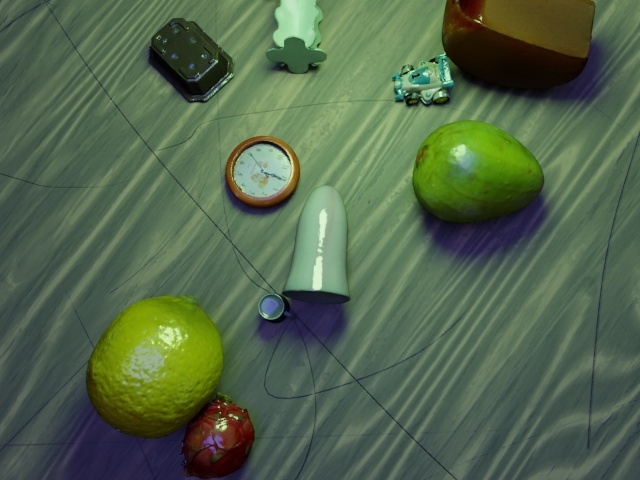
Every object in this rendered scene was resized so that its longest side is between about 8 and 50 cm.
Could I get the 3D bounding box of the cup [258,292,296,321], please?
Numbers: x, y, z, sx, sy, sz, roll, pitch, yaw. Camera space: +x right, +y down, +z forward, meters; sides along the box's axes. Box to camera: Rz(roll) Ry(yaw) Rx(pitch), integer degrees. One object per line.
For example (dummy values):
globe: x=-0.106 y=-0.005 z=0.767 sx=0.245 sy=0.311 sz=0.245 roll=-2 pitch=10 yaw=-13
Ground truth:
cup: x=-0.111 y=0.178 z=1.576 sx=0.100 sy=0.077 sz=0.078 roll=21 pitch=82 yaw=7

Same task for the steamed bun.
steamed bun: x=0.489 y=-0.536 z=1.568 sx=0.380 sy=0.248 sz=0.234 roll=14 pitch=79 yaw=-10

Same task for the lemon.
lemon: x=-0.391 y=0.301 z=1.459 sx=0.337 sy=0.336 sz=0.335 roll=-1 pitch=80 yaw=4

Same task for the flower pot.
flower pot: x=-0.374 y=-0.524 z=1.720 sx=0.179 sy=0.084 sz=0.251 roll=-44 pitch=80 yaw=-4

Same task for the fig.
fig: x=0.396 y=-0.167 z=1.524 sx=0.327 sy=0.258 sz=0.257 roll=7 pitch=80 yaw=-13

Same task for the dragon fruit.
dragon fruit: x=-0.249 y=0.488 z=1.489 sx=0.173 sy=0.172 sz=0.209 roll=21 pitch=76 yaw=8

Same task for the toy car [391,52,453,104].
toy car: x=0.279 y=-0.442 z=1.648 sx=0.162 sy=0.098 sz=0.126 roll=-5 pitch=78 yaw=2

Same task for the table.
table: x=-0.061 y=-0.593 z=1.679 sx=0.167 sy=0.166 sz=0.198 roll=1 pitch=72 yaw=5

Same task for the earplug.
earplug: x=0.000 y=0.000 z=1.566 sx=0.173 sy=0.172 sz=0.301 roll=3 pitch=74 yaw=5

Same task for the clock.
clock: x=-0.157 y=-0.187 z=1.658 sx=0.206 sy=0.051 sz=0.205 roll=-1 pitch=78 yaw=4
